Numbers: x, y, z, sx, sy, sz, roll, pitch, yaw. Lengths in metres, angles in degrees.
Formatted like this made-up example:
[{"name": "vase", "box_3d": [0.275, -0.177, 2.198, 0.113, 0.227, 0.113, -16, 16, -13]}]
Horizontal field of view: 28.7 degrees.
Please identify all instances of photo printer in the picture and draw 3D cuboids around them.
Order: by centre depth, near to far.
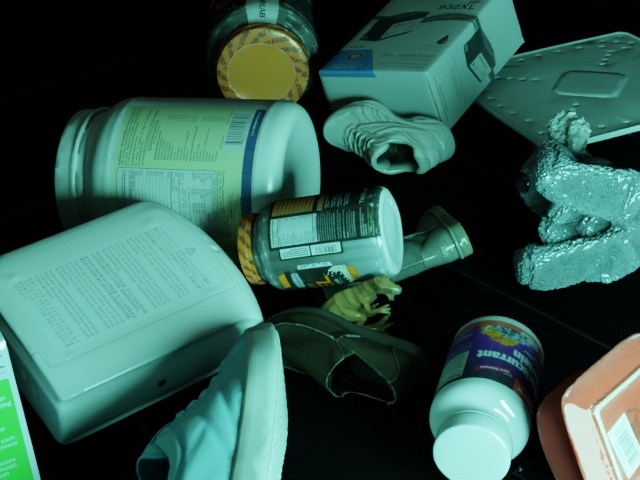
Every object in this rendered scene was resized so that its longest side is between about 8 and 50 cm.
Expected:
[{"name": "photo printer", "box_3d": [-0.242, 0.084, 1.527, 0.307, 0.107, 0.256, -25, 55, -31]}]

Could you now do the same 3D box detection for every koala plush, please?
[{"name": "koala plush", "box_3d": [0.342, -0.060, 1.693, 0.203, 0.196, 0.221, 1, 26, -13]}]

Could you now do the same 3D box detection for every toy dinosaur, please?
[{"name": "toy dinosaur", "box_3d": [0.025, 0.086, 1.567, 0.211, 0.112, 0.064, -32, 49, 33]}]

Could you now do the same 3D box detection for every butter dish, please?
[{"name": "butter dish", "box_3d": [0.277, 0.195, 1.277, 0.160, 0.160, 0.118, -30, 14, -39]}]

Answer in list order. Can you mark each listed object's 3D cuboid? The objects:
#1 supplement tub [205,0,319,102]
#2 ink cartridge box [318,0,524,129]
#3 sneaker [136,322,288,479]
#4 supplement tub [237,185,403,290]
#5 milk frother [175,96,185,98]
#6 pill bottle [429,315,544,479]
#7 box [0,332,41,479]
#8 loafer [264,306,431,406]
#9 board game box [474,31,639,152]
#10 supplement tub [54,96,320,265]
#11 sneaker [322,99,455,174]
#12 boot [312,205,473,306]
[{"name": "supplement tub", "box_3d": [-0.108, -0.367, 2.311, 0.207, 0.207, 0.338, -6, 27, -1]}, {"name": "ink cartridge box", "box_3d": [0.178, -0.318, 2.165, 0.223, 0.129, 0.307, 6, 40, 37]}, {"name": "sneaker", "box_3d": [-0.115, 0.203, 1.316, 0.150, 0.135, 0.366, 0, 27, 3]}, {"name": "supplement tub", "box_3d": [0.000, 0.000, 1.563, 0.190, 0.117, 0.117, -8, 26, 18]}, {"name": "milk frother", "box_3d": [-0.217, -0.159, 2.014, 0.143, 0.134, 0.129, 23, 8, 37]}, {"name": "pill bottle", "box_3d": [0.177, 0.174, 1.345, 0.108, 0.108, 0.193, 3, 29, 16]}, {"name": "box", "box_3d": [-0.434, 0.208, 1.262, 0.262, 0.231, 0.127, -17, 30, -23]}, {"name": "loafer", "box_3d": [0.017, 0.137, 1.471, 0.220, 0.080, 0.078, 10, 31, 27]}, {"name": "board game box", "box_3d": [0.462, -0.248, 2.149, 0.390, 0.050, 0.390, -14, 29, -16]}, {"name": "supplement tub", "box_3d": [-0.182, -0.083, 1.758, 0.325, 0.235, 0.235, 3, 29, 15]}, {"name": "sneaker", "box_3d": [0.092, -0.160, 2.014, 0.232, 0.090, 0.115, 11, 36, 31]}, {"name": "boot", "box_3d": [0.086, 0.028, 1.683, 0.208, 0.076, 0.189, -27, 4, -3]}]
